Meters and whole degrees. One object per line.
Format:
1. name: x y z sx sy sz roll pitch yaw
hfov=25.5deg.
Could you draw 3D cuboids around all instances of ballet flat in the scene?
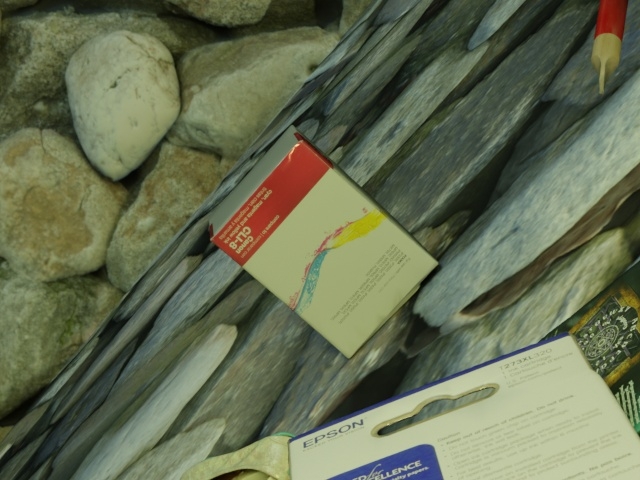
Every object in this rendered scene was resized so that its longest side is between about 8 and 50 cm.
1. ballet flat: -0.075 0.209 1.205 0.168 0.057 0.052 -35 26 44

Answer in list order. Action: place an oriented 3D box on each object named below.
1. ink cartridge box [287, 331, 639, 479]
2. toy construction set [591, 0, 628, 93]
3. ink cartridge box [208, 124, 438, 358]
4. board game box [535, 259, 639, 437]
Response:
1. ink cartridge box: 0.079 0.158 0.625 0.175 0.069 0.371 -21 19 4
2. toy construction set: 0.285 -0.215 1.043 0.309 0.257 0.237 116 174 -52
3. ink cartridge box: 0.000 0.000 1.338 0.127 0.176 0.128 -48 11 4
4. board game box: 0.172 0.082 0.829 0.126 0.026 0.186 -42 13 22
